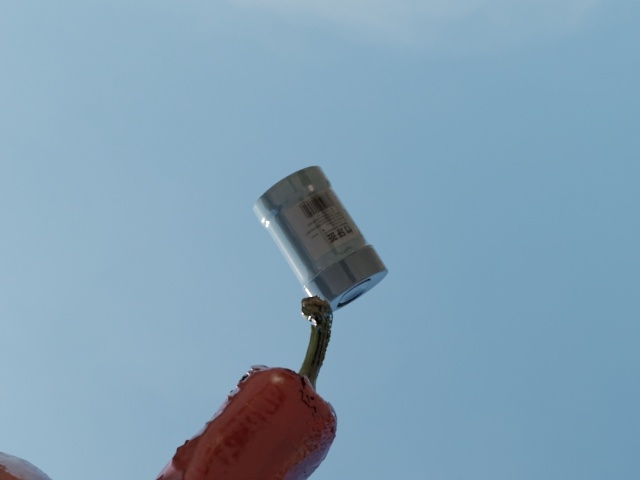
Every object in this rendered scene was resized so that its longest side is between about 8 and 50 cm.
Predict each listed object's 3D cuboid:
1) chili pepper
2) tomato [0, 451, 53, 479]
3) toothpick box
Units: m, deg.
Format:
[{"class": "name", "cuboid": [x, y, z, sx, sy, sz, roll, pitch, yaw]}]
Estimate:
[{"class": "chili pepper", "cuboid": [-0.081, 0.212, 0.890, 0.110, 0.110, 0.387, 27, -121, 19]}, {"class": "tomato", "cuboid": [-0.183, 0.215, 0.574, 0.139, 0.233, 0.200, 5, -117, -54]}, {"class": "toothpick box", "cuboid": [0.000, 0.000, 1.279, 0.101, 0.101, 0.153, -22, -105, -38]}]
